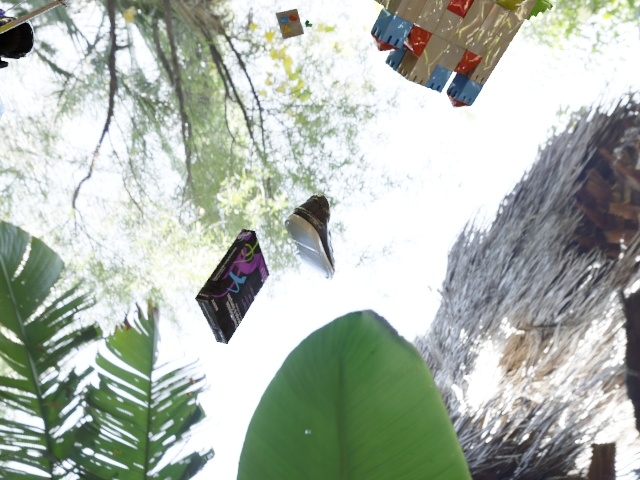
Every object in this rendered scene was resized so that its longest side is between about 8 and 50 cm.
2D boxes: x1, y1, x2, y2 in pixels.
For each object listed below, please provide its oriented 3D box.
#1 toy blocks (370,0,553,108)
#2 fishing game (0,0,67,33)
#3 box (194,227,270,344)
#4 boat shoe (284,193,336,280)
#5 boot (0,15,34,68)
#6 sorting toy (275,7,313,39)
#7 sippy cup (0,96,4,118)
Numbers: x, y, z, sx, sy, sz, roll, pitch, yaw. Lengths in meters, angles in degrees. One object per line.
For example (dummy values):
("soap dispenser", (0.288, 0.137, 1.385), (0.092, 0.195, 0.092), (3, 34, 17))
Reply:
("toy blocks", (0.236, -0.418, 1.030), (0.382, 0.260, 0.190), (9, -147, -34))
("fishing game", (-0.469, -0.399, 0.669), (0.041, 0.264, 0.189), (-5, -148, 48))
("box", (-0.141, 0.076, 0.879), (0.029, 0.116, 0.162), (11, -131, 23))
("boat shoe", (0.000, 0.000, 0.788), (0.075, 0.206, 0.065), (30, -107, 20))
("boot", (-0.623, -0.302, 0.787), (0.223, 0.118, 0.338), (20, -136, 6))
("sorting toy", (-0.057, -0.498, 1.198), (0.083, 0.012, 0.062), (-23, -78, -22))
("sippy cup", (-0.827, -0.288, 1.141), (0.306, 0.240, 0.224), (-7, -156, 4))
